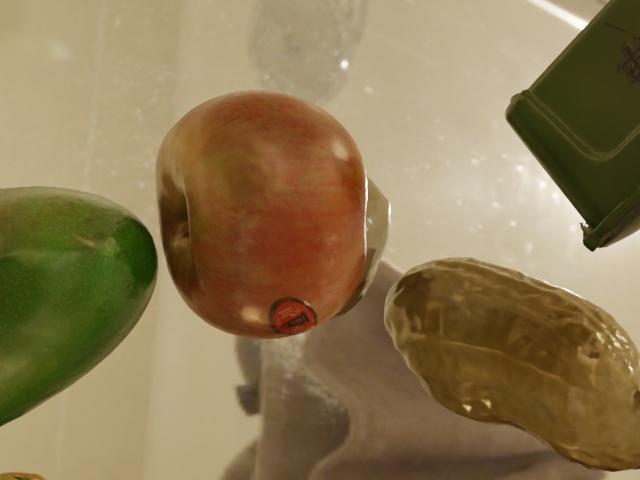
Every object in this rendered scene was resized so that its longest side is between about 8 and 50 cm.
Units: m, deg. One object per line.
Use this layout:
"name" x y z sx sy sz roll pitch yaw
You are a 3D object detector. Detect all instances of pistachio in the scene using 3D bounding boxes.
"pistachio" 0.000 0.000 1.330 0.138 0.238 0.153 -15 -73 30

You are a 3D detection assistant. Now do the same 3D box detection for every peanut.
"peanut" 0.216 0.125 1.317 0.340 0.158 0.174 18 -94 36

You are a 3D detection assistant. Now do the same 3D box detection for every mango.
"mango" -0.291 0.058 1.054 0.382 0.225 0.201 -24 -123 37

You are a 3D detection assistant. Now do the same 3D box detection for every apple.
"apple" -0.045 -0.018 1.018 0.209 0.164 0.209 171 -90 -67

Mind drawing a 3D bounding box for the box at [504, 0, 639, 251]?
"box" 0.337 -0.166 1.102 0.177 0.253 0.328 51 -57 12

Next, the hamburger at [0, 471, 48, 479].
"hamburger" -0.373 0.361 1.485 0.115 0.162 0.162 -135 -118 -83
